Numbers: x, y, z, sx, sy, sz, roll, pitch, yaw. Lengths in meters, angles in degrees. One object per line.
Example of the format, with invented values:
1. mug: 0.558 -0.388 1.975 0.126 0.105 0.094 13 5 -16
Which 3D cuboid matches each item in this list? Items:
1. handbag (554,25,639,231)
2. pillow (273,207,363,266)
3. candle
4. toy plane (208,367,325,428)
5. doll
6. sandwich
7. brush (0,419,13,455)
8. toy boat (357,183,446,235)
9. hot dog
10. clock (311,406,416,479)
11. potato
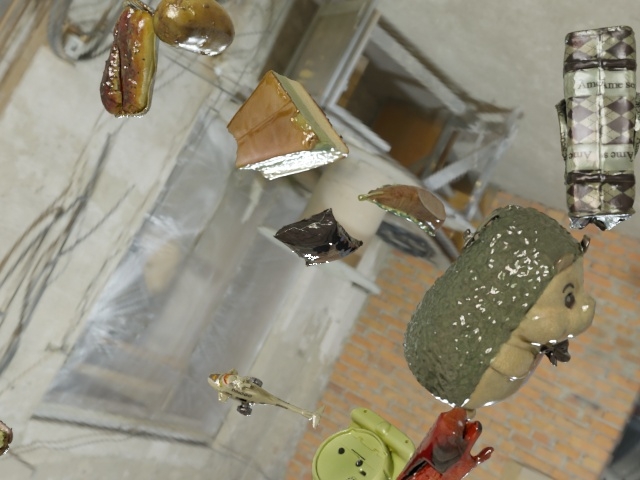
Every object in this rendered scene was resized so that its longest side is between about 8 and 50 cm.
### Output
1. handbag: 0.623 -0.228 1.725 0.180 0.416 0.317 1 171 17
2. pillow: 0.000 0.001 1.079 0.090 0.048 0.150 -4 162 16
3. candle: 0.139 0.321 1.030 0.084 0.059 0.301 33 133 5
4. toy plane: -0.135 0.376 1.826 0.286 0.092 0.108 23 148 1
5. doll: 0.284 0.118 1.200 0.247 0.349 0.247 20 -156 -10
6. sandwich: -0.073 -0.190 1.490 0.108 0.186 0.220 11 -143 -50
7. brush: -0.742 0.329 1.455 0.313 0.072 0.067 26 162 -4
8. toy boat: 0.217 -0.086 1.852 0.099 0.108 0.293 -26 152 34
9. hot dog: -0.419 -0.397 1.683 0.082 0.270 0.163 -5 -156 -46
10. clock: 0.054 0.422 1.384 0.170 0.232 0.069 27 147 44
11. potato: -0.270 -0.460 1.613 0.137 0.137 0.176 22 -172 43
